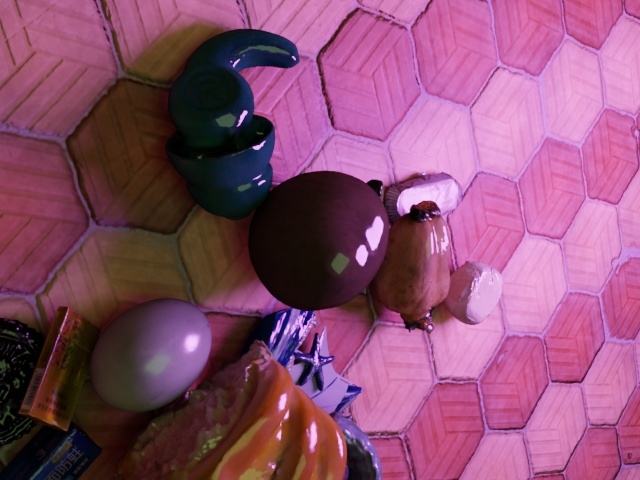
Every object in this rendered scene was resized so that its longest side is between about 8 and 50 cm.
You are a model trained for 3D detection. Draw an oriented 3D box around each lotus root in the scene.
[{"bbox_3d":[0.175,0.045,1.344,0.154,0.140,0.256,-26,129,-46],"label":"lotus root"}]

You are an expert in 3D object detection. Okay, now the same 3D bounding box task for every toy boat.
[{"bbox_3d":[-0.024,0.222,1.290,0.292,0.070,0.210,9,96,-39],"label":"toy boat"}]

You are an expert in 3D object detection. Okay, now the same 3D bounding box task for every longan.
[{"bbox_3d":[0.000,0.000,1.159,0.248,0.248,0.248,-6,100,-34],"label":"longan"}]

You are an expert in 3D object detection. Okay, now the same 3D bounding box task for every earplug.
[{"bbox_3d":[-0.137,-0.174,1.124,0.257,0.164,0.280,-56,145,-60],"label":"earplug"}]

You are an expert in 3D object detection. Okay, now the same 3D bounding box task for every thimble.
[{"bbox_3d":[0.002,0.408,1.243,0.199,0.143,0.235,23,78,-4],"label":"thimble"}]

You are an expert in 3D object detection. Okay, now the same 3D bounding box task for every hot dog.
[{"bbox_3d":[0.204,-0.081,1.412,0.192,0.053,0.099,-20,109,-34],"label":"hot dog"}]

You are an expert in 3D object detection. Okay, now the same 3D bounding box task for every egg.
[{"bbox_3d":[-0.248,0.167,1.069,0.192,0.149,0.149,-39,117,-32],"label":"egg"}]

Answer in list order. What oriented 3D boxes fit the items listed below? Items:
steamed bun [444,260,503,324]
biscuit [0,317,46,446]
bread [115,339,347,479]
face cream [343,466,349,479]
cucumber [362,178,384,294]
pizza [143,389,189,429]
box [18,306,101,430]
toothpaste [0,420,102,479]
[{"bbox_3d":[0.310,0.108,1.487,0.113,0.091,0.129,27,82,-37],"label":"steamed bun"},{"bbox_3d":[-0.456,0.195,0.986,0.195,0.053,0.194,-6,100,-35],"label":"biscuit"},{"bbox_3d":[-0.119,0.339,1.057,0.316,0.211,0.270,-37,102,-10],"label":"bread"},{"bbox_3d":[0.097,0.526,1.397,0.092,0.092,0.311,-51,122,-18],"label":"face cream"},{"bbox_3d":[0.073,-0.006,1.327,0.078,0.062,0.211,40,59,-79],"label":"cucumber"},{"bbox_3d":[-0.247,0.327,1.159,0.131,0.041,0.178,-16,106,-35],"label":"pizza"},{"bbox_3d":[-0.363,0.181,1.017,0.089,0.022,0.156,61,36,-55],"label":"box"},{"bbox_3d":[-0.449,0.391,1.005,0.320,0.076,0.066,-50,124,-18],"label":"toothpaste"}]
